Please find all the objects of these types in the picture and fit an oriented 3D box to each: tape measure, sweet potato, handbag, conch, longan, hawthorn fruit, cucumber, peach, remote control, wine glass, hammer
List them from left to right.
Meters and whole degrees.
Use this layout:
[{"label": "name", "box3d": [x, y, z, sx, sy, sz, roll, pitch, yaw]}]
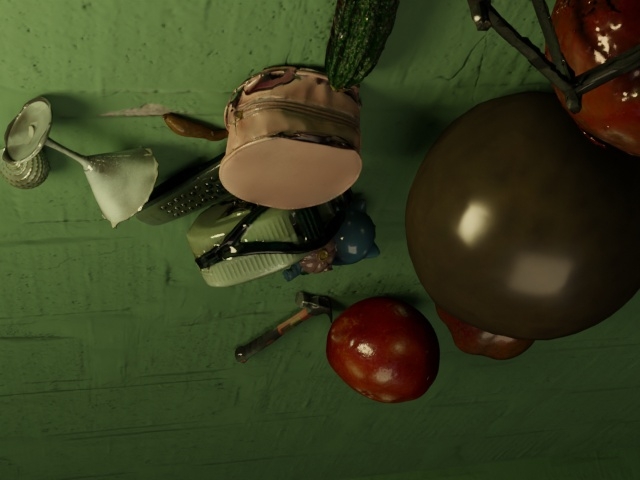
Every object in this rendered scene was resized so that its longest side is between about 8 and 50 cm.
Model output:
[{"label": "conch", "box3d": [-0.405, -0.096, 1.361, 0.076, 0.057, 0.085, -3, 154, 15]}, {"label": "wine glass", "box3d": [-0.316, -0.106, 1.311, 0.122, 0.122, 0.183, -26, 147, 27]}, {"label": "sweet potato", "box3d": [-0.170, -0.151, 1.369, 0.115, 0.026, 0.026, 12, 145, -39]}, {"label": "remote control", "box3d": [-0.182, -0.080, 1.478, 0.222, 0.042, 0.072, -25, 149, 23]}, {"label": "tape measure", "box3d": [-0.077, -0.026, 1.468, 0.235, 0.115, 0.207, -18, -165, 13]}, {"label": "hammer", "box3d": [-0.083, 0.182, 2.011, 0.111, 0.033, 0.287, 16, 143, -39]}, {"label": "handbag", "box3d": [-0.038, -0.138, 1.339, 0.205, 0.117, 0.179, 8, 147, -29]}, {"label": "cucumber", "box3d": [0.053, -0.267, 1.183, 0.077, 0.077, 0.265, -5, 154, -9]}, {"label": "peach", "box3d": [0.117, 0.211, 1.962, 0.243, 0.200, 0.243, 24, 166, 6]}, {"label": "hawthorn fruit", "box3d": [0.327, 0.090, 1.830, 0.208, 0.208, 0.248, 5, 124, -27]}, {"label": "longan", "box3d": [0.313, -0.033, 1.432, 0.404, 0.336, 0.405, -16, 129, -21]}, {"label": "hawthorn fruit", "box3d": [0.404, -0.240, 1.133, 0.315, 0.316, 0.316, -8, 152, -4]}]

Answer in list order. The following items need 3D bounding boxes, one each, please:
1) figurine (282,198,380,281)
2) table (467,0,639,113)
[{"label": "figurine", "box3d": [0.000, 0.004, 1.620, 0.178, 0.114, 0.144, -24, 179, -25]}, {"label": "table", "box3d": [0.303, -0.337, 0.914, 0.335, 0.272, 0.222, -27, 148, 29]}]
